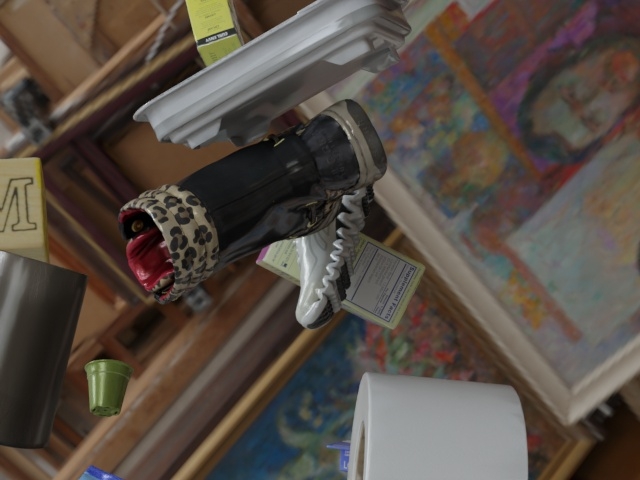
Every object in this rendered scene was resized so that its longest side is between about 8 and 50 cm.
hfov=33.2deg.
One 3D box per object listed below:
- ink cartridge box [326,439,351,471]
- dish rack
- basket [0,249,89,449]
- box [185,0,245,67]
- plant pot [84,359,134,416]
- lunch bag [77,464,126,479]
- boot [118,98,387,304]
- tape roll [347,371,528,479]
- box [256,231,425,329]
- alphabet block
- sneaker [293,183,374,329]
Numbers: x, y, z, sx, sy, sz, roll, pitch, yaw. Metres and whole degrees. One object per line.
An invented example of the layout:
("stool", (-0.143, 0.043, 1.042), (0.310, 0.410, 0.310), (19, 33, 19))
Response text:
("ink cartridge box", (0.167, 0.392, 1.942), (0.186, 0.065, 0.311), (1, 174, 33))
("dish rack", (-0.039, -0.199, 1.312), (0.072, 0.333, 0.285), (63, -164, 1))
("basket", (-0.393, 0.135, 1.387), (0.154, 0.226, 0.204), (17, 175, -17))
("box", (-0.149, -0.324, 1.450), (0.087, 0.058, 0.232), (66, -174, -57))
("plant pot", (-0.362, 0.255, 1.826), (0.083, 0.079, 0.083), (0, 149, 0))
("lunch bag", (-0.180, 0.379, 1.090), (0.293, 0.221, 0.138), (6, 132, 37))
("boot", (-0.104, -0.032, 1.312), (0.138, 0.284, 0.377), (62, 157, -2))
("tape roll", (0.121, 0.274, 1.193), (0.169, 0.246, 0.246), (5, 164, -2))
("box", (0.028, 0.041, 1.811), (0.243, 0.117, 0.213), (28, 175, -4))
("alphabet block", (-0.644, -0.042, 2.129), (0.192, 0.197, 0.193), (120, 145, -70))
("sneaker", (0.000, 0.000, 1.631), (0.118, 0.292, 0.110), (11, 152, 9))
